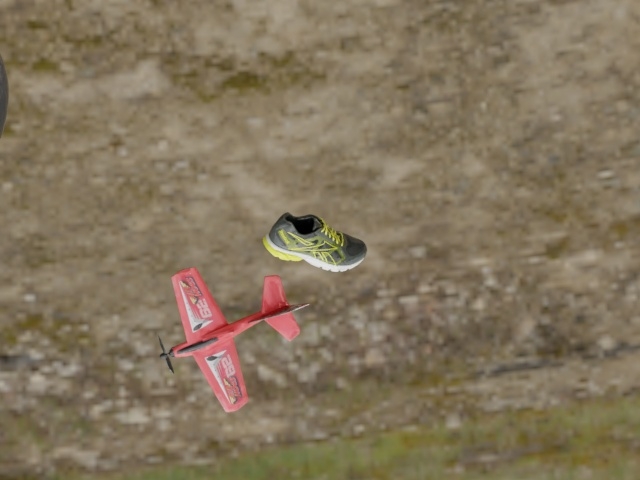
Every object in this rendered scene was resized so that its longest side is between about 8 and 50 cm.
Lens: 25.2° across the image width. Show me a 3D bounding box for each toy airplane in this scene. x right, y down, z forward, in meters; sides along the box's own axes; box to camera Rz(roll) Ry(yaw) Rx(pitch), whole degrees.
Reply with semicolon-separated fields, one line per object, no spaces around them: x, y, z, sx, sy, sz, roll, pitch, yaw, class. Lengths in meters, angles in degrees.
-0.084;0.082;1.371;0.151;0.151;0.028;-2;-167;-7;toy airplane

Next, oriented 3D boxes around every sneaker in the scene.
0.000;0.000;1.078;0.083;0.031;0.035;6;133;-25;sneaker

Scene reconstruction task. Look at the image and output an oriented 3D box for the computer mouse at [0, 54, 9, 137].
-0.369;-0.211;1.287;0.060;0.262;0.184;-35;166;16;computer mouse
